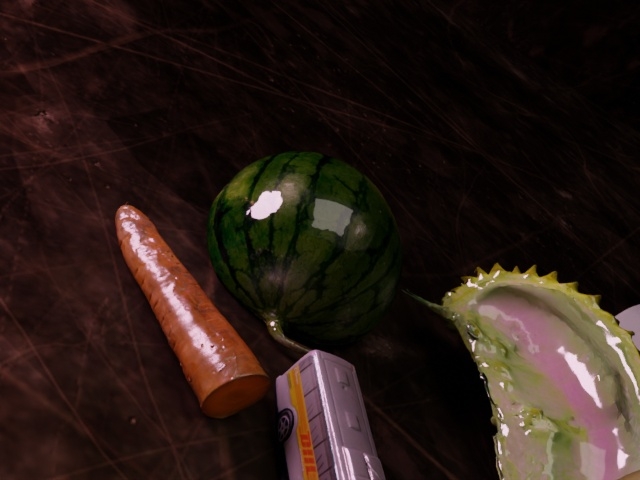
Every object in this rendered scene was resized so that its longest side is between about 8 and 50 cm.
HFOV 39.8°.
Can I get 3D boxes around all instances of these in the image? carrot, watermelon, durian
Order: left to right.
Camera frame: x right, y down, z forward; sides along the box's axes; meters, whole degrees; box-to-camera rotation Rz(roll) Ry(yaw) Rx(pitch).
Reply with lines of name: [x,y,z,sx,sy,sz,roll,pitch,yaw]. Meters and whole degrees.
carrot: [-0.121,0.044,0.718,0.057,0.057,0.224,3,41,-49]
watermelon: [0.000,-0.005,0.857,0.204,0.127,0.232,40,32,-4]
durian: [0.225,0.159,0.853,0.170,0.157,0.355,11,41,-30]

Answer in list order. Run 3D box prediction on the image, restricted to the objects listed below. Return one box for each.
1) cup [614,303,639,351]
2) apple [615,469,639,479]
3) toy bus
cup: [0.389,0.203,0.996,0.258,0.186,0.234,-18,44,-26]
apple: [0.284,0.290,0.598,0.279,0.279,0.279,29,28,-18]
toy bus: [0.007,0.165,0.662,0.057,0.072,0.172,27,30,-31]
